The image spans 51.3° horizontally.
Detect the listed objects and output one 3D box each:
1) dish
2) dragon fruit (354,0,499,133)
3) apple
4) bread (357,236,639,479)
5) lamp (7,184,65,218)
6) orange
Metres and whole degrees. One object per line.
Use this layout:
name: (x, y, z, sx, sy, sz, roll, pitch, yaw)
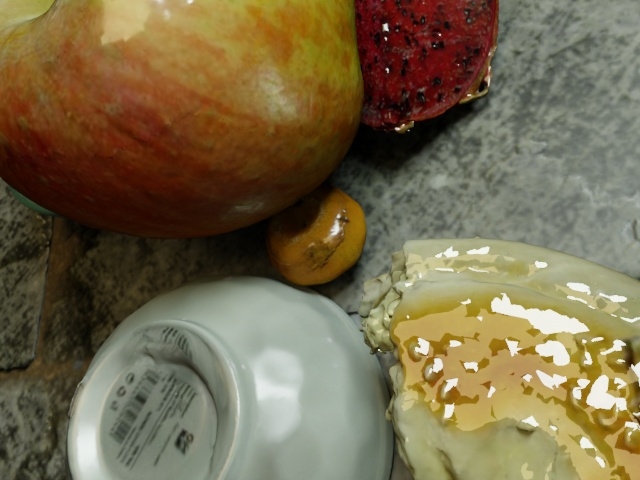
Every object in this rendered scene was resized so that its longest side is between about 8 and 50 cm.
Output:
dish: (-0.095, 0.146, 0.498, 0.303, 0.120, 0.303, -10, 66, 22)
dragon fruit: (0.061, -0.166, 0.572, 0.161, 0.120, 0.127, 27, 122, 53)
apple: (-0.107, -0.136, 0.496, 0.301, 0.301, 0.302, -9, 67, 23)
bread: (0.145, 0.130, 0.356, 0.192, 0.171, 0.314, -23, 64, 13)
lamp: (-0.249, -0.159, 0.672, 0.209, 0.147, 0.284, -17, 56, 22)
orange: (0.000, 0.000, 0.541, 0.086, 0.062, 0.086, -19, 51, 25)
